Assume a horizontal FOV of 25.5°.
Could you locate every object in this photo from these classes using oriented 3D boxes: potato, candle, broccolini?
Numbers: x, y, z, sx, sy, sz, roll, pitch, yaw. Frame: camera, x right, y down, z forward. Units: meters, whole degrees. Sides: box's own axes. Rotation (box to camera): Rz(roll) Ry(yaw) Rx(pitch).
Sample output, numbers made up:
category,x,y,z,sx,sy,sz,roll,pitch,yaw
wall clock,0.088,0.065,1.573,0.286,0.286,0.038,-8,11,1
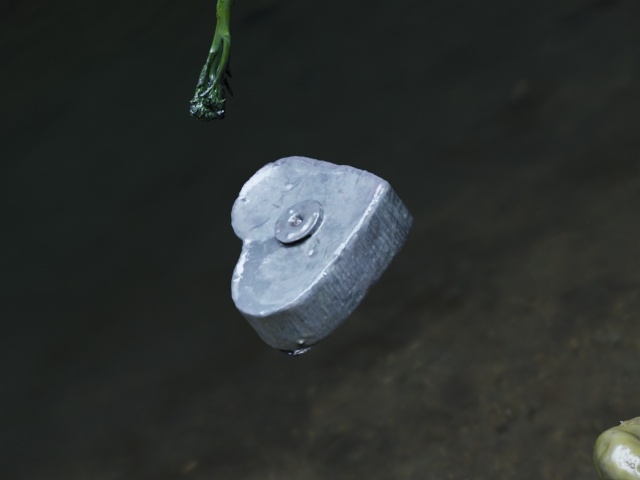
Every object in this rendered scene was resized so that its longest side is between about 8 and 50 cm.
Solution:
category,x,y,z,sx,sy,sz,roll,pitch,yaw
potato,0.295,0.210,1.305,0.070,0.091,0.138,-41,-17,26
candle,0.000,0.000,1.263,0.169,0.068,0.192,-23,44,18
broccolini,-0.081,-0.158,1.097,0.030,0.140,0.035,25,26,34
